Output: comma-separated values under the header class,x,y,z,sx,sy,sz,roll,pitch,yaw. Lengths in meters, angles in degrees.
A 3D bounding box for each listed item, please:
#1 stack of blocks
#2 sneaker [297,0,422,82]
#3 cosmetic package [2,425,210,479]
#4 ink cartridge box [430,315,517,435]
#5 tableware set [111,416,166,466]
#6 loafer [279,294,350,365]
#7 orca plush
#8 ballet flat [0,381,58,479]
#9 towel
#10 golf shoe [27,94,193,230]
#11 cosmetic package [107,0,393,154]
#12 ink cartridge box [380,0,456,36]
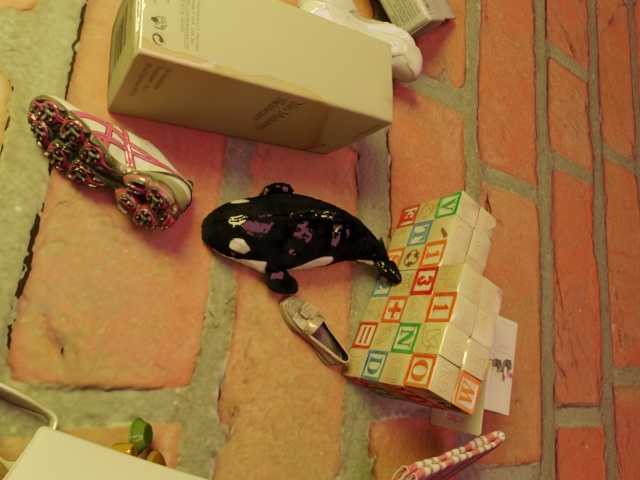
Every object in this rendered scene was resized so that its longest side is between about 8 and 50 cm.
class,x,y,z,sx,sy,sz,roll,pitch,yaw
stack of blocks,0.162,0.079,0.681,0.087,0.171,0.297,35,64,-25
sneaker,0.055,-0.286,0.731,0.232,0.090,0.115,19,82,-24
cosmetic package,-0.194,0.329,0.275,0.155,0.197,0.365,27,104,-13
ink cartridge box,0.244,0.212,0.753,0.062,0.104,0.181,23,71,-28
tableware set,-0.183,0.268,0.480,0.024,0.104,0.154,-9,101,4
loafer,-0.003,0.121,0.641,0.125,0.039,0.045,52,59,-16
orca plush,0.000,0.000,0.616,0.287,0.102,0.151,24,66,-24
ballet flat,-0.275,0.218,0.418,0.342,0.116,0.124,54,39,-10
towel,0.156,0.322,0.665,0.197,0.144,0.029,-1,48,-35
golf shoe,-0.226,-0.091,0.522,0.186,0.067,0.086,41,31,-17
cosmetic package,-0.079,-0.200,0.574,0.310,0.160,0.113,5,80,-32
ink cartridge box,0.128,-0.489,0.816,0.275,0.060,0.239,59,32,-8
